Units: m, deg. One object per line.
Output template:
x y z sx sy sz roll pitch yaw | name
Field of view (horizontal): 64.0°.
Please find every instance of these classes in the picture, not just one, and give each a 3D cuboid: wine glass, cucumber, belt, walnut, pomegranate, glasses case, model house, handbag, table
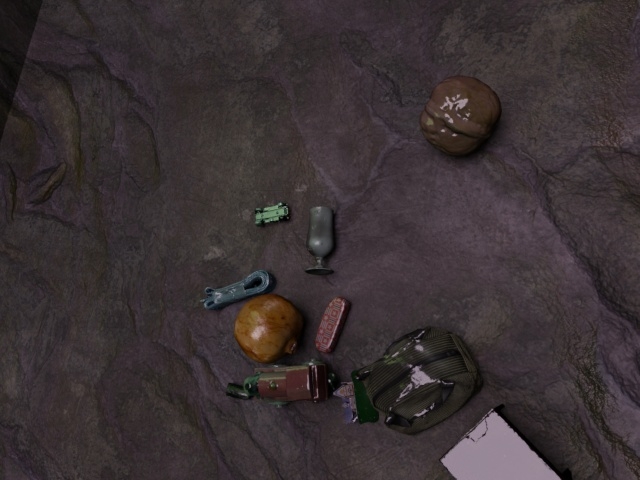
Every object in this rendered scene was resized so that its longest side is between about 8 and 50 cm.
0.000 0.000 1.805 0.103 0.103 0.230 -4 73 23 | wine glass
-0.289 0.541 1.832 0.105 0.048 0.048 7 80 24 | cucumber
-0.311 0.187 1.918 0.303 0.072 0.087 -19 74 17 | belt
0.445 -0.393 1.632 0.249 0.248 0.248 -6 75 23 | walnut
-0.171 0.299 1.737 0.249 0.248 0.248 -6 75 23 | pomegranate
0.040 0.286 1.745 0.073 0.049 0.194 19 86 28 | glasses case
0.109 0.504 1.639 0.088 0.117 0.166 -23 69 35 | model house
0.282 0.410 1.503 0.341 0.240 0.247 -37 61 13 | handbag
0.490 0.589 1.338 0.196 0.282 0.250 -48 64 7 | table

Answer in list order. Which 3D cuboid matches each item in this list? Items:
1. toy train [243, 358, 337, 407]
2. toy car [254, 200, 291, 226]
-0.107 0.467 1.671 0.305 0.221 0.150 -11 73 21 | toy train
-0.184 -0.097 1.940 0.144 0.054 0.073 -12 75 23 | toy car
